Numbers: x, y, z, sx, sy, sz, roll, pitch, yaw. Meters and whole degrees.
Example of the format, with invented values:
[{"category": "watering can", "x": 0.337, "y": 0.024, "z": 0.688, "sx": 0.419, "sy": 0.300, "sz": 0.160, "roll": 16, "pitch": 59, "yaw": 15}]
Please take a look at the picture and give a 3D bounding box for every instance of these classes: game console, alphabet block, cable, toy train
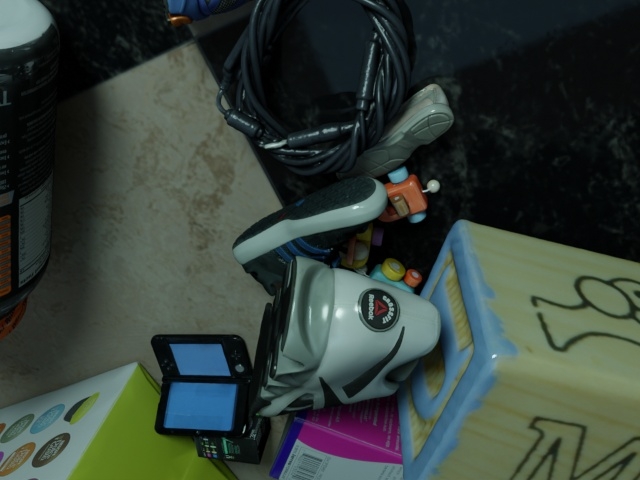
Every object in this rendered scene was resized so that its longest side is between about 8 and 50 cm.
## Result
[{"category": "game console", "x": -0.150, "y": 0.175, "z": 0.777, "sx": 0.122, "sy": 0.071, "sz": 0.107, "roll": -2, "pitch": 122, "yaw": 13}, {"category": "alphabet block", "x": 0.192, "y": 0.123, "z": 0.579, "sx": 0.197, "sy": 0.192, "sz": 0.193, "roll": 14, "pitch": 126, "yaw": -7}, {"category": "cable", "x": 0.000, "y": -0.142, "z": 0.540, "sx": 0.150, "sy": 0.047, "sz": 0.184, "roll": 42, "pitch": 115, "yaw": 2}, {"category": "toy train", "x": 0.074, "y": 0.014, "z": 0.638, "sx": 0.125, "sy": 0.046, "sz": 0.166, "roll": -14, "pitch": 118, "yaw": 21}]

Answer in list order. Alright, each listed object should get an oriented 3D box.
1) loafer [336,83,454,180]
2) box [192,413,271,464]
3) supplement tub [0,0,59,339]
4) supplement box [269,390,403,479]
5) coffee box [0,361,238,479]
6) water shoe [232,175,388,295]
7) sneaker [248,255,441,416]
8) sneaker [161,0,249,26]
[{"category": "loafer", "x": 0.065, "y": -0.095, "z": 0.580, "sx": 0.125, "sy": 0.039, "sz": 0.045, "roll": -29, "pitch": 143, "yaw": 34}, {"category": "box", "x": -0.112, "y": 0.242, "z": 0.816, "sx": 0.083, "sy": 0.062, "sz": 0.052, "roll": 4, "pitch": 124, "yaw": 11}, {"category": "supplement tub", "x": -0.357, "y": -0.062, "z": 0.591, "sx": 0.207, "sy": 0.207, "sz": 0.338, "roll": 20, "pitch": 124, "yaw": 0}, {"category": "supplement box", "x": 0.069, "y": 0.239, "z": 0.744, "sx": 0.220, "sy": 0.114, "sz": 0.111, "roll": 21, "pitch": 123, "yaw": 0}, {"category": "coffee box", "x": -0.320, "y": 0.420, "z": 0.812, "sx": 0.334, "sy": 0.337, "sz": 0.338, "roll": -21, "pitch": 115, "yaw": 23}, {"category": "water shoe", "x": 0.000, "y": 0.000, "z": 0.614, "sx": 0.203, "sy": 0.073, "sz": 0.080, "roll": -18, "pitch": 113, "yaw": 47}, {"category": "sneaker", "x": 0.012, "y": 0.112, "z": 0.612, "sx": 0.146, "sy": 0.122, "sz": 0.330, "roll": 10, "pitch": 162, "yaw": -10}, {"category": "sneaker", "x": -0.087, "y": -0.274, "z": 0.473, "sx": 0.087, "sy": 0.083, "sz": 0.221, "roll": -9, "pitch": 135, "yaw": -15}]
